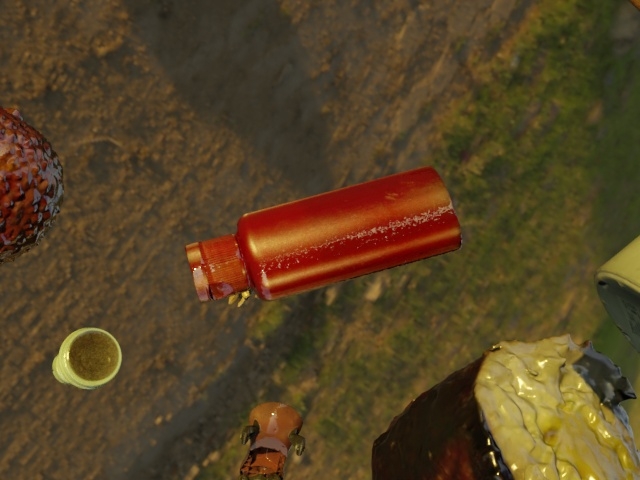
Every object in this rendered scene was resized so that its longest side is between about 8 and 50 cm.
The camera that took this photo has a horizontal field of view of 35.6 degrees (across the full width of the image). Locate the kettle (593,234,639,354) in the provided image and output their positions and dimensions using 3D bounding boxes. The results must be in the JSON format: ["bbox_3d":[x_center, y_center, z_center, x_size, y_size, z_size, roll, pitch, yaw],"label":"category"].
[{"bbox_3d":[0.433,0.009,0.842,0.318,0.205,0.265,-40,-165,-5],"label":"kettle"}]

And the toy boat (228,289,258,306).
[{"bbox_3d":[-0.074,0.069,1.750,0.206,0.072,0.064,-26,157,27],"label":"toy boat"}]

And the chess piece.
[{"bbox_3d":[-0.265,0.135,1.106,0.067,0.067,0.103,-47,-170,-29],"label":"chess piece"}]

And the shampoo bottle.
[{"bbox_3d":[0.000,0.000,0.981,0.260,0.102,0.064,-15,144,-5],"label":"shampoo bottle"}]

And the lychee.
[{"bbox_3d":[-0.482,-0.072,1.343,0.260,0.261,0.260,-46,153,-31],"label":"lychee"}]

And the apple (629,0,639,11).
[{"bbox_3d":[0.432,-0.281,0.899,0.179,0.346,0.254,-113,-154,-63],"label":"apple"}]

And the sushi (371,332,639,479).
[{"bbox_3d":[0.239,0.299,1.297,0.299,0.281,0.294,-13,159,-40],"label":"sushi"}]

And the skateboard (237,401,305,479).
[{"bbox_3d":[-0.057,0.219,1.075,0.151,0.067,0.080,108,-7,-50],"label":"skateboard"}]
